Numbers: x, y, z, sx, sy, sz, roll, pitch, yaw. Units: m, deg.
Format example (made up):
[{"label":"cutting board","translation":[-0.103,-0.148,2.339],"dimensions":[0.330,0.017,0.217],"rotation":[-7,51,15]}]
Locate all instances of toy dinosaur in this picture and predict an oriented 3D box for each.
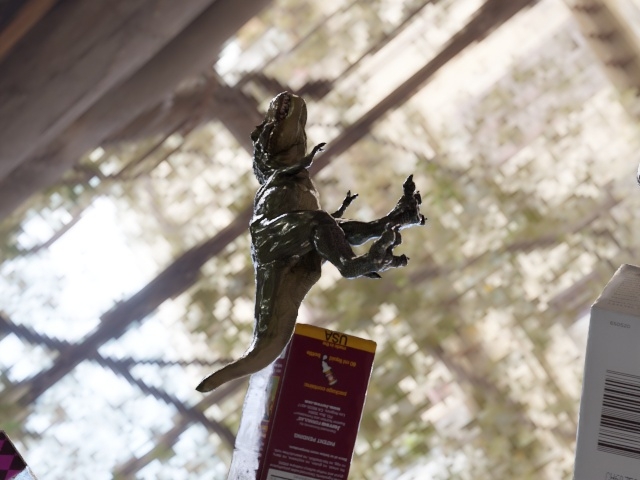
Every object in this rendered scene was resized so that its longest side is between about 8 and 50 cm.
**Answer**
[{"label":"toy dinosaur","translation":[0.000,0.000,1.144],"dimensions":[0.268,0.118,0.064],"rotation":[-82,-23,-50]}]

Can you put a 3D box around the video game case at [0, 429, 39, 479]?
[{"label":"video game case","translation":[-0.319,0.246,1.419],"dimensions":[0.042,0.232,0.210],"rotation":[54,169,14]}]

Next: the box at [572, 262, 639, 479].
[{"label":"box","translation":[0.315,0.133,1.519],"dimensions":[0.119,0.182,0.181],"rotation":[-39,-44,-61]}]

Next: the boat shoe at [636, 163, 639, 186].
[{"label":"boat shoe","translation":[0.346,-0.035,1.244],"dimensions":[0.098,0.302,0.109],"rotation":[40,-108,-25]}]

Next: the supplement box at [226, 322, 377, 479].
[{"label":"supplement box","translation":[-0.021,0.170,1.588],"dimensions":[0.081,0.104,0.188],"rotation":[14,-97,-16]}]
